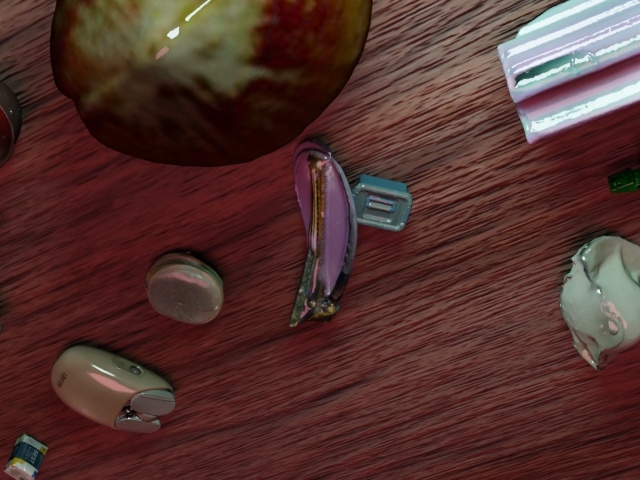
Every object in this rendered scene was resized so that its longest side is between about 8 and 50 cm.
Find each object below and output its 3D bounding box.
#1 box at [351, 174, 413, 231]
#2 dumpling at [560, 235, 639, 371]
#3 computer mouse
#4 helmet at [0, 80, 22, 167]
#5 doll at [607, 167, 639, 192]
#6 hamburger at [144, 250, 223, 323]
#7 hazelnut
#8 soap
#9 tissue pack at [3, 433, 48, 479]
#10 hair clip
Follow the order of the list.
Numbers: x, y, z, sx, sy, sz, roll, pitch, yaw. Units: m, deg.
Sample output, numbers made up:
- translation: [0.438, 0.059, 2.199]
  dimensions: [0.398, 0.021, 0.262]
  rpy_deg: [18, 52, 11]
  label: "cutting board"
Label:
- translation: [0.095, -0.065, 1.451]
  dimensions: [0.099, 0.054, 0.074]
  rpy_deg: [12, 126, -5]
  label: "box"
- translation: [0.498, 0.101, 1.515]
  dimensions: [0.172, 0.142, 0.247]
  rpy_deg: [-25, 119, -22]
  label: "dumpling"
- translation: [-0.396, 0.287, 1.707]
  dimensions: [0.236, 0.082, 0.145]
  rpy_deg: [30, 121, -15]
  label: "computer mouse"
- translation: [-0.528, -0.193, 1.367]
  dimensions: [0.175, 0.106, 0.155]
  rpy_deg: [5, 122, 6]
  label: "helmet"
- translation: [0.558, -0.091, 1.373]
  dimensions: [0.186, 0.106, 0.134]
  rpy_deg: [24, 128, -13]
  label: "doll"
- translation: [-0.236, 0.083, 1.568]
  dimensions: [0.140, 0.062, 0.133]
  rpy_deg: [18, 128, -11]
  label: "hamburger"
- translation: [-0.128, -0.276, 1.145]
  dimensions: [0.429, 0.402, 0.402]
  rpy_deg: [-34, 117, 17]
  label: "hazelnut"
- translation: [0.407, -0.266, 1.210]
  dimensions: [0.324, 0.193, 0.109]
  rpy_deg: [-21, 123, 16]
  label: "soap"
- translation: [-0.598, 0.444, 1.826]
  dimensions: [0.062, 0.083, 0.042]
  rpy_deg: [40, 119, -22]
  label: "tissue pack"
- translation: [0.002, 0.001, 1.476]
  dimensions: [0.095, 0.110, 0.359]
  rpy_deg: [-3, 123, -15]
  label: "hair clip"
